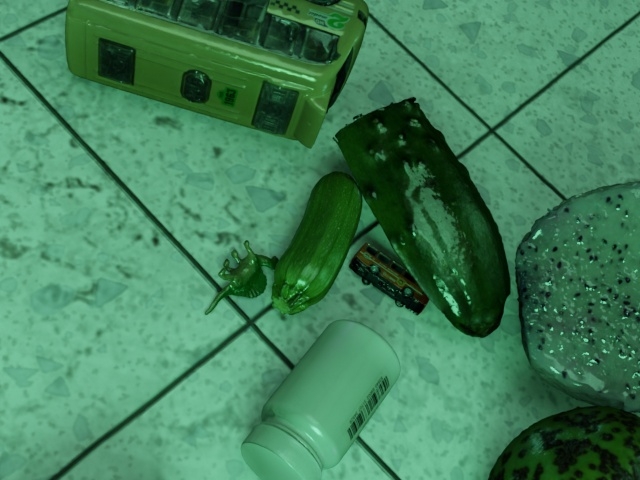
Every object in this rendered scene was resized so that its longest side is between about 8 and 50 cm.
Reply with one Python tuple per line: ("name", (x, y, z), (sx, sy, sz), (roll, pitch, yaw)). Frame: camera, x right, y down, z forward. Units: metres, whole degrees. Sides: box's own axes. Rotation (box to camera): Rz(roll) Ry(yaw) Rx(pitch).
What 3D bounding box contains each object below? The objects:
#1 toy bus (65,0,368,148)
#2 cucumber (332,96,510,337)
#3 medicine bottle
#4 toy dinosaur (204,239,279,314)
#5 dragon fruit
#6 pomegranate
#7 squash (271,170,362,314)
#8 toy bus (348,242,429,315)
("toy bus", (-0.133, -0.263, 1.174), (0.365, 0.177, 0.201), (15, 61, -5))
("cucumber", (0.147, -0.035, 1.158), (0.145, 0.105, 0.325), (1, 59, -55))
("medicine bottle", (0.002, 0.183, 0.998), (0.103, 0.103, 0.186), (37, 57, 5))
("toy dinosaur", (-0.095, 0.050, 1.093), (0.060, 0.029, 0.119), (42, 58, -12))
("dragon fruit", (0.357, 0.073, 1.133), (0.221, 0.204, 0.283), (-2, 83, 12))
("pomegranate", (0.293, 0.304, 0.937), (0.254, 0.270, 0.254), (-1, 98, -10))
("squash", (0.000, 0.000, 1.123), (0.077, 0.068, 0.219), (17, 56, 15))
("toy bus", (0.090, 0.048, 1.149), (0.110, 0.031, 0.043), (35, 50, 4))
